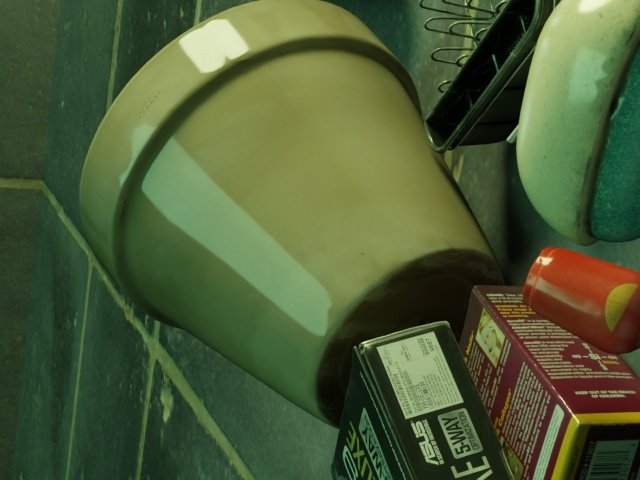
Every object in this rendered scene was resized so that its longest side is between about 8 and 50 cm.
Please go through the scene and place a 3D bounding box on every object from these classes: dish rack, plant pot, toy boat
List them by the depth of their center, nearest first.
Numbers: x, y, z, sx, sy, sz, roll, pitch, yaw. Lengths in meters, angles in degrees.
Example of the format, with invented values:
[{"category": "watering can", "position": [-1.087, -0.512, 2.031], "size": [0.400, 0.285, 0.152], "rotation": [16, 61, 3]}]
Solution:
[{"category": "toy boat", "position": [0.216, -0.048, 1.029], "size": [0.148, 0.267, 0.318], "rotation": [24, 133, 22]}, {"category": "dish rack", "position": [0.137, -0.228, 1.377], "size": [0.208, 0.074, 0.272], "rotation": [126, 141, -53]}, {"category": "plant pot", "position": [0.000, 0.000, 1.445], "size": [0.280, 0.323, 0.323], "rotation": [48, 133, 39]}]

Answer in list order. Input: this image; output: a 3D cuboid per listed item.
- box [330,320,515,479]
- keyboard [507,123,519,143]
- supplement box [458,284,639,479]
[{"category": "box", "position": [0.101, 0.249, 1.270], "size": [0.242, 0.076, 0.307], "rotation": [99, 152, -60]}, {"category": "keyboard", "position": [0.211, -0.142, 1.185], "size": [0.014, 0.072, 0.256], "rotation": [67, 150, 21]}, {"category": "supplement box", "position": [0.169, 0.122, 1.248], "size": [0.188, 0.080, 0.104], "rotation": [-123, 40, -55]}]
